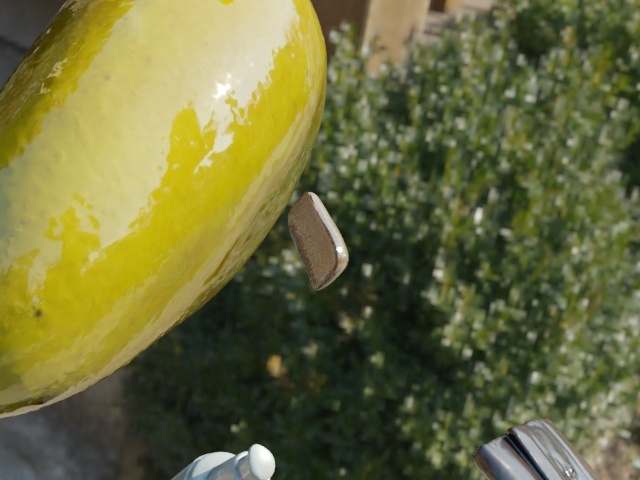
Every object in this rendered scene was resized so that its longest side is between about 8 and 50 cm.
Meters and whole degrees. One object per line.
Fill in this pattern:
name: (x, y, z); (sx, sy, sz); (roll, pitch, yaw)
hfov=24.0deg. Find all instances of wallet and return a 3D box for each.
wallet: (0.272, 0.289, 1.581); (0.229, 0.049, 0.182); (50, 26, 18)

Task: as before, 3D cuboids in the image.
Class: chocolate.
chocolate: (0.000, 0.000, 1.620); (0.031, 0.064, 0.100); (-2, 54, -39)

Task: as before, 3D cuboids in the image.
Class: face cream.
face cream: (-0.122, 0.298, 1.735); (0.101, 0.252, 0.101); (16, 56, -25)

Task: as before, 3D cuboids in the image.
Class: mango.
mango: (-0.050, -0.016, 0.375); (0.076, 0.103, 0.161); (34, 44, -1)
